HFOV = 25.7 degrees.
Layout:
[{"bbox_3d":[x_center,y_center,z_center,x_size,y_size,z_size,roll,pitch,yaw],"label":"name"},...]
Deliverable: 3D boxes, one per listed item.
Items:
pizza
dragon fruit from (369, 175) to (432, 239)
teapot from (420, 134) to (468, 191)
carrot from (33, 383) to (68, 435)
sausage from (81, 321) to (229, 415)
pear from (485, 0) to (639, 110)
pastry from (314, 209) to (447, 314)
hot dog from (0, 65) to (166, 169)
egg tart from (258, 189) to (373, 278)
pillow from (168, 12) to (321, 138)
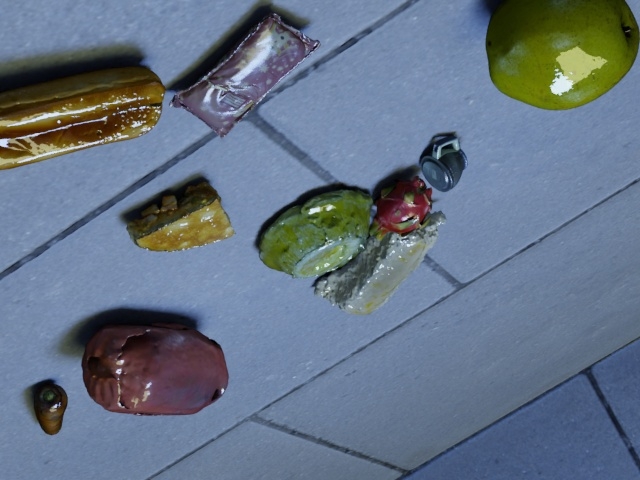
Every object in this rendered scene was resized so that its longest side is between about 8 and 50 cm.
[{"bbox_3d":[-0.180,-0.034,1.947,0.175,0.046,0.134,4,142,-49],"label":"pizza"},{"bbox_3d":[0.122,-0.048,2.183,0.116,0.086,0.081,-29,-165,26],"label":"dragon fruit"},{"bbox_3d":[0.192,-0.122,2.146,0.057,0.066,0.088,-37,139,-28],"label":"teapot"},{"bbox_3d":[-0.444,0.280,2.306,0.055,0.055,0.161,-18,162,-19],"label":"carrot"},{"bbox_3d":[-0.259,0.203,2.219,0.152,0.152,0.279,-39,155,24],"label":"sausage"},{"bbox_3d":[0.313,-0.265,1.835,0.198,0.198,0.198,-22,156,-11],"label":"pear"},{"bbox_3d":[0.094,0.041,2.336,0.121,0.089,0.258,11,134,-36],"label":"pastry"},{"bbox_3d":[-0.291,-0.144,1.588,0.249,0.068,0.100,-16,143,-29],"label":"hot dog"},{"bbox_3d":[0.000,0.000,2.163,0.197,0.078,0.197,-21,157,-9],"label":"egg tart"},{"bbox_3d":[-0.093,-0.203,1.705,0.185,0.043,0.118,-40,147,20],"label":"pillow"}]
